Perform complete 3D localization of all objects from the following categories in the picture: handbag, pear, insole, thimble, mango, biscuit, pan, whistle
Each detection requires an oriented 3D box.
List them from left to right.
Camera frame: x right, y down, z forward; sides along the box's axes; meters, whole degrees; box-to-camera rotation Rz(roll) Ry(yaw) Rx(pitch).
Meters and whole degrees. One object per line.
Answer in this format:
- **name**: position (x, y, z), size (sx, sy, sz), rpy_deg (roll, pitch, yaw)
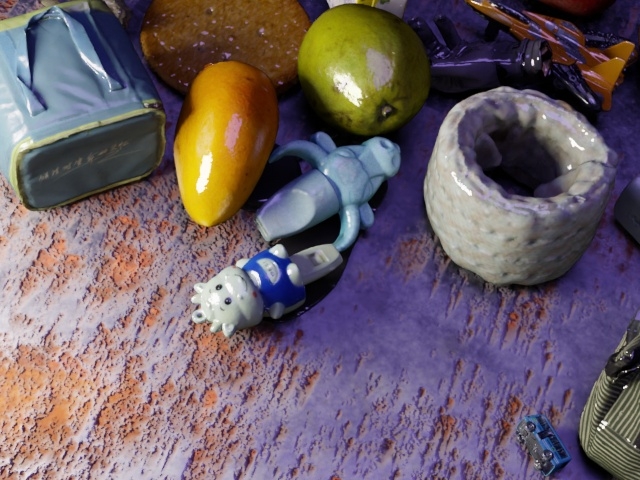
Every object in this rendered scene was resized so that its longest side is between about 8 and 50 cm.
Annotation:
- **handbag**: position (-0.381, -0.206, 1.858), size (0.263, 0.222, 0.241), rpy_deg (-18, 65, -20)
- **mango**: position (-0.147, -0.140, 1.862), size (0.138, 0.187, 0.257), rpy_deg (36, 39, -38)
- **biscuit**: position (-0.156, -0.343, 2.101), size (0.305, 0.038, 0.305), rpy_deg (4, 55, -5)
- **whistle**: position (-0.077, 0.063, 1.789), size (0.245, 0.092, 0.110), rpy_deg (-24, 60, -21)
- **pan**: position (-0.057, -0.128, 1.973), size (0.235, 0.028, 0.136), rpy_deg (-33, 65, -28)
- **insole**: position (0.000, 0.000, 1.908), size (0.119, 0.009, 0.348), rpy_deg (29, 56, 9)
- **whistle**: position (0.017, -0.083, 1.907), size (0.274, 0.093, 0.186), rpy_deg (-32, 94, -24)
- **pear**: position (0.071, -0.270, 1.985), size (0.213, 0.212, 0.269), rpy_deg (-5, 32, -13)
- **thimble**: position (0.309, -0.086, 1.908), size (0.292, 0.195, 0.291), rpy_deg (4, 56, -6)
- **handbag**: position (0.532, 0.193, 1.729), size (0.247, 0.240, 0.341), rpy_deg (38, 59, 21)

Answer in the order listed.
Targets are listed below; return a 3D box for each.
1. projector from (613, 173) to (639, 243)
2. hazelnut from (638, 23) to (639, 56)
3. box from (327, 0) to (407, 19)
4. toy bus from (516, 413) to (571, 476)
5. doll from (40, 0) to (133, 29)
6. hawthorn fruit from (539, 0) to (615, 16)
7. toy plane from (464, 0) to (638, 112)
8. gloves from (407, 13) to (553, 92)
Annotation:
- **projector**: position (0.629, -0.047, 1.990), size (0.250, 0.108, 0.198), rpy_deg (-27, 64, -27)
- **hazelnut**: position (0.654, -0.332, 2.140), size (0.210, 0.186, 0.210), rpy_deg (5, 55, -7)
- **box**: position (0.061, -0.484, 2.160), size (0.097, 0.168, 0.265), rpy_deg (-11, 57, -15)
- **toy bus**: position (0.315, 0.286, 1.745), size (0.046, 0.038, 0.083), rpy_deg (-17, 61, -25)
- **doll**: position (-0.451, -0.339, 2.015), size (0.203, 0.091, 0.286), rpy_deg (13, 32, 44)
- **hawthorn fruit**: position (0.479, -0.551, 2.224), size (0.230, 0.266, 0.210), rpy_deg (46, 42, 17)
- **toy plane**: position (0.387, -0.344, 2.163), size (0.316, 0.103, 0.204), rpy_deg (24, 53, 15)
- **gloves**: position (0.250, -0.305, 2.092), size (0.286, 0.119, 0.142), rpy_deg (14, 36, 11)
